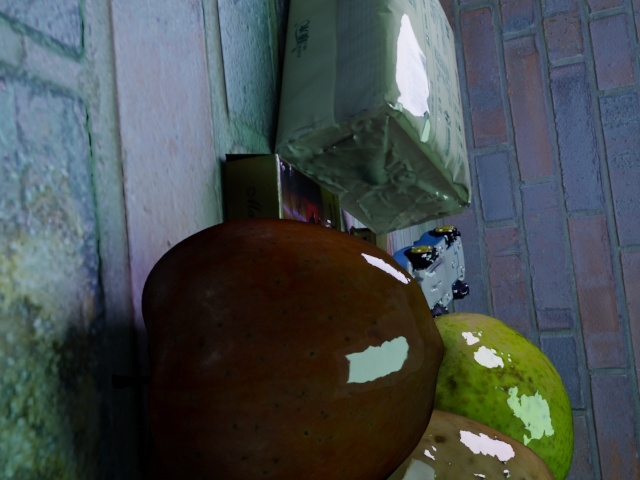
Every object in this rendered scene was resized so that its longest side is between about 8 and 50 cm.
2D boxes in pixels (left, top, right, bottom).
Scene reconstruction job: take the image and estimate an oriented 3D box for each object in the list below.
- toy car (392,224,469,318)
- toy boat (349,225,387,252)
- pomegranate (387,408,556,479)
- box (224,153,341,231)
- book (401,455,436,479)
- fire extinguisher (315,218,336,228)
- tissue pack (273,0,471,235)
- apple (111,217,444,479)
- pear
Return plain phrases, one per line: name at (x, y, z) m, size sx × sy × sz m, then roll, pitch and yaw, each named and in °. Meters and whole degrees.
toy car at (0.263, 0.081, 1.410) m, size 0.314 × 0.166 × 0.198 m, roll -33°, pitch 116°, yaw -52°
toy boat at (0.090, 0.002, 1.062) m, size 0.064 × 0.072 × 0.205 m, roll -95°, pitch -177°, yaw -70°
pomegranate at (0.102, 0.294, 0.546) m, size 0.281 × 0.282 × 0.280 m, roll -7°, pitch 90°, yaw -73°
box at (-0.033, -0.002, 0.682) m, size 0.240 × 0.071 × 0.159 m, roll 23°, pitch 64°, yaw -71°
book at (-0.037, 0.333, 0.307) m, size 0.388 × 0.032 × 0.269 m, roll -66°, pitch 163°, yaw 4°
fire extinguisher at (0.000, 0.000, 0.625) m, size 0.028 × 0.022 × 0.083 m, roll 39°, pitch 31°, yaw -11°
tissue pack at (0.091, -0.241, 0.874) m, size 0.297 × 0.207 × 0.380 m, roll 38°, pitch 46°, yaw -46°
apple at (-0.028, 0.090, 0.402) m, size 0.234 × 0.234 × 0.233 m, roll -7°, pitch 90°, yaw -73°
pear at (0.252, 0.303, 0.991) m, size 0.391 × 0.392 × 0.390 m, roll -7°, pitch 90°, yaw -73°
